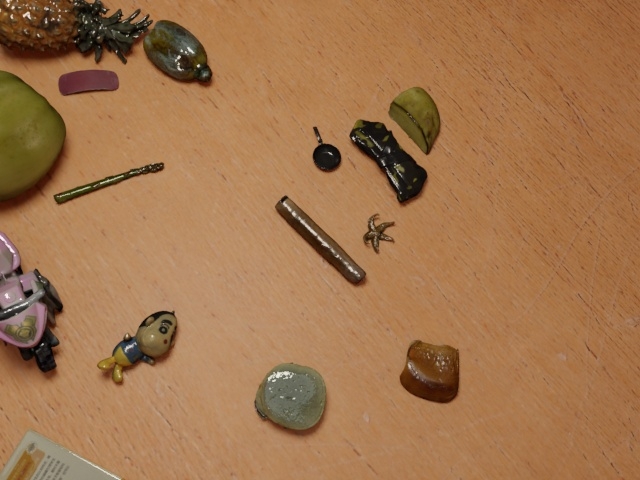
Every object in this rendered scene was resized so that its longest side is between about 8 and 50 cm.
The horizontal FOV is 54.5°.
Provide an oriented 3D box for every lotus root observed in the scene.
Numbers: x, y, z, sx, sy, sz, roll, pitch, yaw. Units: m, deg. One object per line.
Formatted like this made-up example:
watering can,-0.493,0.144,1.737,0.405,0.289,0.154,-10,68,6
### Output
lotus root,-0.334,-0.443,1.479,0.192,0.088,0.113,39,86,5

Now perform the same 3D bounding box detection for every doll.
doll,-0.357,0.210,1.255,0.088,0.102,0.179,24,64,43

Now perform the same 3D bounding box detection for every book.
book,-0.479,0.516,1.163,0.295,0.020,0.208,28,70,2

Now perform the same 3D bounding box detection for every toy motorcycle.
toy motorcycle,-0.596,0.098,1.202,0.143,0.188,0.327,-26,76,-19

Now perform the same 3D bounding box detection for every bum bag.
bum bag,0.160,-0.200,1.476,0.106,0.060,0.233,-31,80,-26

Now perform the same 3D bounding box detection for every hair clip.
hair clip,-0.546,-0.372,1.460,0.137,0.022,0.054,-8,75,-10

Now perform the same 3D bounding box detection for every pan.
pan,0.006,-0.217,1.479,0.068,0.023,0.115,-18,77,-13

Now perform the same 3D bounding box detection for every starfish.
starfish,0.134,-0.020,1.428,0.091,0.028,0.078,-35,85,-20

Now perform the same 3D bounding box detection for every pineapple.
pineapple,-0.564,-0.503,1.430,0.340,0.169,0.169,-1,70,-27

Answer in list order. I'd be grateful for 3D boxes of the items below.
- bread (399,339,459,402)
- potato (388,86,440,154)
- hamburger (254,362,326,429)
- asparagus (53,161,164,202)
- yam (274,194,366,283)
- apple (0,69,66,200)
bread,0.239,0.276,1.333,0.129,0.044,0.126,13,69,0
potato,0.258,-0.308,1.516,0.120,0.081,0.149,-38,80,-15
hamburger,-0.059,0.316,1.268,0.139,0.062,0.133,16,74,-4
asparagus,-0.468,-0.133,1.386,0.248,0.024,0.025,-21,82,-15
yam,0.000,0.000,1.393,0.264,0.046,0.046,45,71,9
apple,-0.684,-0.220,1.285,0.278,0.279,0.279,2,71,-7
